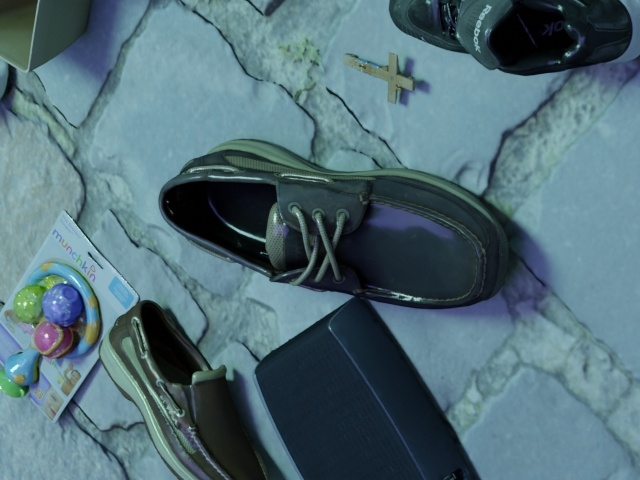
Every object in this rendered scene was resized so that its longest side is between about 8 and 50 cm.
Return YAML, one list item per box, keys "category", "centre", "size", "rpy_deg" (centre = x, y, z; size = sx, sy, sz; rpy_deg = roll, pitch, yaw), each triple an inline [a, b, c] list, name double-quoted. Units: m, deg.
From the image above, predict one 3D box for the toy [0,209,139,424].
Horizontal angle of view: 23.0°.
- category: "toy"
  centre: [-0.309, 0.096, 1.771]
  size: [0.137, 0.056, 0.237]
  rpy_deg: [47, 129, 14]

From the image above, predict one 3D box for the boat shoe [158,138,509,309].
- category: "boat shoe"
  centre: [0.000, 0.000, 1.435]
  size: [0.355, 0.130, 0.132]
  rpy_deg: [13, 114, 35]

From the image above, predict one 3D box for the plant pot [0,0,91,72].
- category: "plant pot"
  centre: [-0.292, -0.249, 1.600]
  size: [0.109, 0.096, 0.109]
  rpy_deg: [32, 125, 26]

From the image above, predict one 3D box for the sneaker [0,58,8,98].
- category: "sneaker"
  centre: [-0.471, -0.250, 1.733]
  size: [0.292, 0.118, 0.110]
  rpy_deg: [44, 130, 20]

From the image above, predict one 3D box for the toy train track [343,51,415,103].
- category: "toy train track"
  centre: [0.055, -0.152, 1.414]
  size: [0.083, 0.014, 0.048]
  rpy_deg: [26, 128, 36]

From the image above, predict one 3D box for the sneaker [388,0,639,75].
- category: "sneaker"
  centre: [0.141, -0.180, 1.271]
  size: [0.234, 0.106, 0.078]
  rpy_deg: [14, 114, 35]

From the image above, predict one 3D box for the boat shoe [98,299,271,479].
- category: "boat shoe"
  centre: [-0.132, 0.169, 1.633]
  size: [0.257, 0.095, 0.095]
  rpy_deg: [47, 123, 16]

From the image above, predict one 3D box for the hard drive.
- category: "hard drive"
  centre: [0.042, 0.198, 1.527]
  size: [0.172, 0.054, 0.254]
  rpy_deg: [-35, 83, 41]
